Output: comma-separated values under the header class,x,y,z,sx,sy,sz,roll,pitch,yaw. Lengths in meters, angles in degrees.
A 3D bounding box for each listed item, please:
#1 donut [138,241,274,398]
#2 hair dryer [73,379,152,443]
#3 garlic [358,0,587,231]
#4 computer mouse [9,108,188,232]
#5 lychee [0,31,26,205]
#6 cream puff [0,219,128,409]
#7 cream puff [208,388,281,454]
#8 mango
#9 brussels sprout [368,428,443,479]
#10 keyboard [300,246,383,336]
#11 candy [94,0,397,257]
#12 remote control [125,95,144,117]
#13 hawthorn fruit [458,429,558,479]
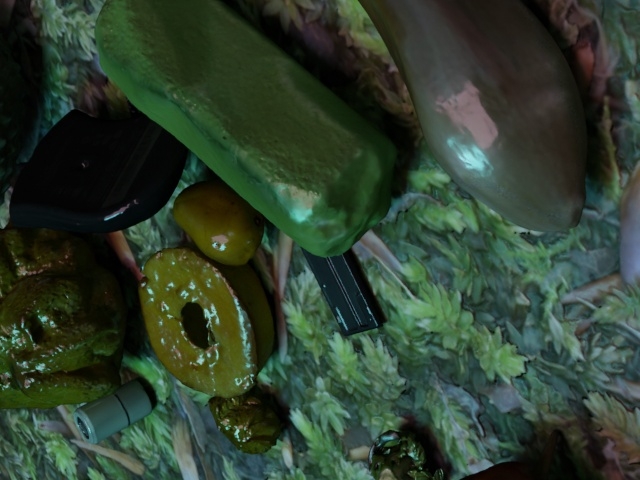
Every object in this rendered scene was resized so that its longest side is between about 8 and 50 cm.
class,x,y,z,sx,sy,sz,roll,pitch,yaw
donut,-0.115,0.077,2.003,0.162,0.065,0.178,25,129,29
hair dryer,-0.261,0.199,2.233,0.137,0.082,0.047,0,115,64
garlic,0.119,-0.147,1.592,0.318,0.112,0.143,59,145,18
computer mouse,-0.221,-0.060,1.958,0.264,0.147,0.088,9,150,44
lychee,-0.437,-0.127,2.088,0.274,0.255,0.255,-43,79,17
cream puff,-0.326,0.090,2.163,0.244,0.196,0.244,173,90,-73
cream puff,-0.084,0.195,2.044,0.083,0.058,0.083,-20,100,53
mango,-0.104,-0.020,1.920,0.114,0.060,0.080,21,92,42
brussels sprout,0.080,0.229,1.895,0.085,0.058,0.085,8,102,40
keyboard,0.000,0.000,1.870,0.067,0.011,0.202,-19,99,53
candy,-0.073,-0.124,1.790,0.343,0.132,0.142,41,180,24
remote control,-0.181,-0.117,1.989,0.039,0.014,0.096,8,118,46
hawthorn fruit,0.170,0.302,1.745,0.210,0.210,0.262,19,102,39
